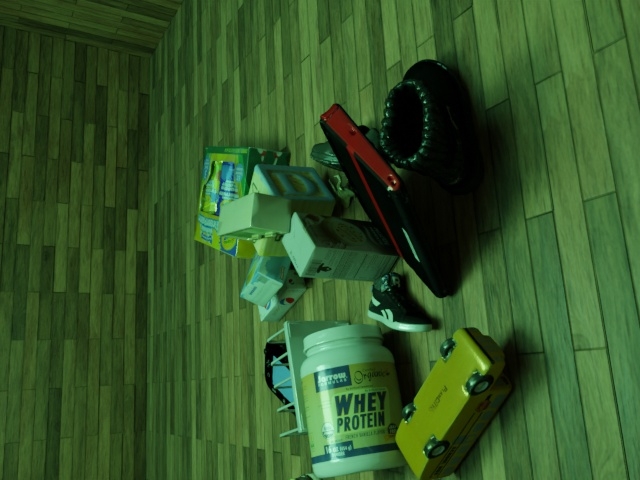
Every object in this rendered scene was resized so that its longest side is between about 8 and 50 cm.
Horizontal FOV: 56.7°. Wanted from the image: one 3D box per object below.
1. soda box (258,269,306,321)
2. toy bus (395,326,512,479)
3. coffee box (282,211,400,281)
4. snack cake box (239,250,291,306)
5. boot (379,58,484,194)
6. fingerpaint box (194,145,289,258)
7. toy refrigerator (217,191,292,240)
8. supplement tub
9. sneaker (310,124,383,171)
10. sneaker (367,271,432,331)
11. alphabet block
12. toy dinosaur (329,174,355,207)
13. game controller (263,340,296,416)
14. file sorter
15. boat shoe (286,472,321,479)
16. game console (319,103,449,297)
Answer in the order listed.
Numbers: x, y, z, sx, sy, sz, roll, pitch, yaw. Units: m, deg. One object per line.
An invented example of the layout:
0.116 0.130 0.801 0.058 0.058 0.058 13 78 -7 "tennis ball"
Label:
-0.126 0.180 1.903 0.216 0.069 0.074 -51 45 43 "soda box"
0.263 0.325 1.166 0.108 0.130 0.333 57 133 47 "toy bus"
0.050 0.018 1.452 0.098 0.246 0.141 -64 37 30 "coffee box"
-0.150 0.055 1.837 0.152 0.089 0.264 -51 17 45 "snack cake box"
0.205 -0.268 1.201 0.131 0.260 0.348 -33 60 30 "boot"
-0.301 -0.148 2.147 0.445 0.163 0.371 17 101 59 "fingerpaint box"
-0.175 -0.052 1.522 0.269 0.102 0.094 -10 72 62 "toy refrigerator"
0.075 0.372 1.381 0.228 0.228 0.316 -39 54 51 "supplement tub"
0.080 -0.249 1.603 0.286 0.109 0.130 18 92 52 "sneaker"
0.180 0.137 1.380 0.217 0.079 0.121 10 96 61 "sneaker"
-0.096 -0.086 1.703 0.192 0.193 0.197 61 141 46 "alphabet block"
0.067 -0.138 1.655 0.183 0.053 0.093 -14 89 66 "toy dinosaur"
-0.098 0.431 1.823 0.319 0.067 0.167 25 108 58 "game controller"
-0.021 0.372 1.582 0.173 0.192 0.278 -43 50 52 "file sorter"
0.002 0.738 1.582 0.324 0.096 0.117 28 109 57 "boat shoe"
0.141 -0.086 1.265 0.060 0.386 0.342 -35 46 -2 "game console"
